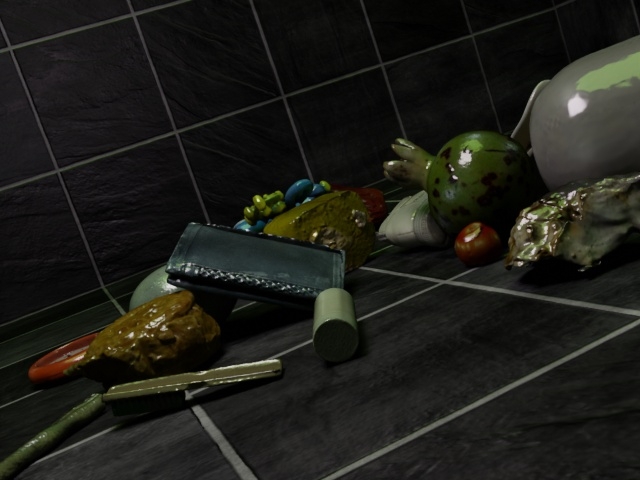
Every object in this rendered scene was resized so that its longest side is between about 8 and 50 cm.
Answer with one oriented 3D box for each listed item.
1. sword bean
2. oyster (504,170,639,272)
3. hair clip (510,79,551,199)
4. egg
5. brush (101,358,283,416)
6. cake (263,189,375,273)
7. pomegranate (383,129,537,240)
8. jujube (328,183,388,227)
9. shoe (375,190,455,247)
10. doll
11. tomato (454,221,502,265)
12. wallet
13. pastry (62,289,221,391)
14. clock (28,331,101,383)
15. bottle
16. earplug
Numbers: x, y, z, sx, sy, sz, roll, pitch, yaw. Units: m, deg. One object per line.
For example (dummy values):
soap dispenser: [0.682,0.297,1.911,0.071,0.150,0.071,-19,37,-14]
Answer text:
sword bean: [-0.430,0.312,1.186,0.043,0.038,0.269,-43,-3,27]
oyster: [0.438,-0.033,1.167,0.336,0.133,0.198,-20,15,27]
hair clip: [0.488,-0.203,1.646,0.172,0.282,0.113,-21,52,-10]
egg: [-0.282,0.126,1.594,0.236,0.169,0.169,-19,8,-20]
brush: [-0.195,0.229,1.181,0.282,0.048,0.054,-11,11,3]
cake: [0.000,0.000,1.759,0.260,0.179,0.156,-28,11,-34]
pomegranate: [0.284,-0.127,1.525,0.242,0.305,0.242,-59,4,7]
jujube: [0.065,-0.086,2.209,0.255,0.190,0.190,-11,9,6]
shoe: [0.272,-0.076,1.795,0.210,0.132,0.342,-7,18,44]
doll: [-0.121,-0.027,1.888,0.341,0.099,0.346,-29,-27,-33]
tomato: [0.291,0.006,1.423,0.087,0.075,0.087,-20,12,4]
wallet: [-0.121,0.054,1.536,0.341,0.075,0.237,10,26,-2]
pastry: [-0.303,0.197,1.396,0.240,0.132,0.235,-23,14,24]
clock: [-0.547,0.264,1.701,0.205,0.051,0.205,-20,9,3]
bottle: [0.024,0.131,1.217,0.072,0.072,0.201,-18,9,3]
earplug: [0.581,-0.209,1.365,0.393,0.313,0.312,-17,8,27]
